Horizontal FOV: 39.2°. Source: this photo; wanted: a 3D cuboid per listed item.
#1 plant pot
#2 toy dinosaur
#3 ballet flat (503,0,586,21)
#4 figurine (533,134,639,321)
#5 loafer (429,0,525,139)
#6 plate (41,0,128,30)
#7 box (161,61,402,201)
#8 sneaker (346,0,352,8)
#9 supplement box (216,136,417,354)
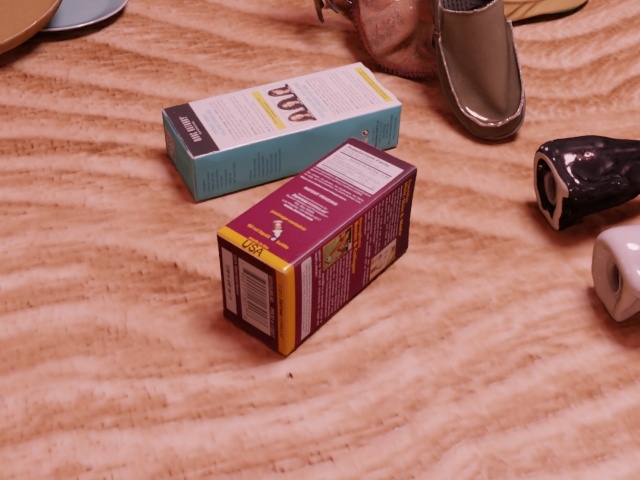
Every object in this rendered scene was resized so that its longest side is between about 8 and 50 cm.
[{"bbox_3d":[-0.436,-0.302,1.167,0.236,0.032,0.236,-6,50,7],"label":"plant pot"},{"bbox_3d":[0.079,-0.296,1.127,0.200,0.127,0.296,-20,82,2],"label":"toy dinosaur"},{"bbox_3d":[0.287,-0.344,1.235,0.232,0.073,0.080,-22,47,-24],"label":"ballet flat"},{"bbox_3d":[0.341,-0.035,0.852,0.209,0.092,0.215,-16,45,-4],"label":"figurine"},{"bbox_3d":[0.167,-0.235,1.012,0.094,0.251,0.087,-18,-2,9],"label":"loafer"},{"bbox_3d":[-0.355,-0.327,1.234,0.188,0.024,0.188,0,42,0],"label":"plate"},{"bbox_3d":[-0.041,-0.123,0.988,0.244,0.060,0.100,-17,45,-19],"label":"box"},{"bbox_3d":[0.078,-0.320,1.230,0.158,0.061,0.065,30,79,22],"label":"sneaker"},{"bbox_3d":[0.000,0.000,0.820,0.081,0.104,0.188,29,48,28],"label":"supplement box"}]
